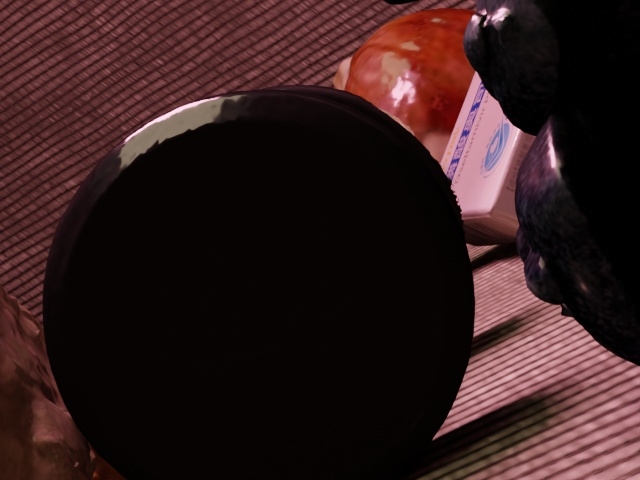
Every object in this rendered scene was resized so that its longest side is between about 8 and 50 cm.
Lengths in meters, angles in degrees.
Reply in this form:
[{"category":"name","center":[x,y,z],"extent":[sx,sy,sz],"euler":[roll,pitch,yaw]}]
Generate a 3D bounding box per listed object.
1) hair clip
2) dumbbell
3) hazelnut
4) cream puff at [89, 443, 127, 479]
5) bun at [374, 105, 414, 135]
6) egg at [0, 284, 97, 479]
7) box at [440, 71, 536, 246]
[{"category":"hair clip","center":[0.154,-0.076,0.770],"extent":[0.194,0.206,0.310],"euler":[-29,3,13]},{"category":"dumbbell","center":[-0.020,0.018,0.939],"extent":[0.203,0.204,0.322],"euler":[-30,3,6]},{"category":"hazelnut","center":[0.113,-0.130,1.931],"extent":[0.261,0.241,0.261],"euler":[19,-90,-74]},{"category":"cream puff","center":[-0.145,0.137,1.087],"extent":[0.094,0.122,0.116],"euler":[-24,38,31]},{"category":"bun","center":[0.000,0.000,1.479],"extent":[0.259,0.160,0.259],"euler":[-54,12,16]},{"category":"egg","center":[-0.241,0.117,0.838],"extent":[0.279,0.279,0.310],"euler":[-30,1,-3]},{"category":"box","center":[0.191,-0.164,1.423],"extent":[0.200,0.065,0.343],"euler":[172,119,-77]}]
